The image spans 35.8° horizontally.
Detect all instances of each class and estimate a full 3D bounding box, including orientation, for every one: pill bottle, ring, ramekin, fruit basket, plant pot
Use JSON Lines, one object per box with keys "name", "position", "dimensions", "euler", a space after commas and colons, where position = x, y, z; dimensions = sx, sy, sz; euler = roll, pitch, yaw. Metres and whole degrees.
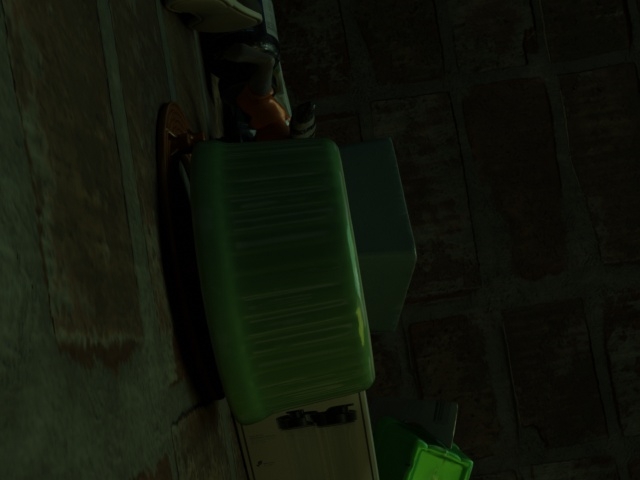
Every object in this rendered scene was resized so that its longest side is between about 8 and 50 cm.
{"name": "pill bottle", "position": [-0.131, -0.337, 1.622], "dimensions": [0.123, 0.122, 0.219], "euler": [78, 4, -73]}
{"name": "ring", "position": [-0.128, 0.010, 1.110], "dimensions": [0.336, 0.032, 0.337], "euler": [-9, 90, -88]}
{"name": "ramekin", "position": [-0.034, 0.034, 1.051], "dimensions": [0.303, 0.148, 0.303], "euler": [-9, 90, -89]}
{"name": "fruit basket", "position": [0.113, 0.420, 1.634], "dimensions": [0.353, 0.165, 0.327], "euler": [147, -36, -73]}
{"name": "plant pot", "position": [0.000, 0.000, 1.657], "dimensions": [0.247, 0.252, 0.248], "euler": [100, -16, -55]}

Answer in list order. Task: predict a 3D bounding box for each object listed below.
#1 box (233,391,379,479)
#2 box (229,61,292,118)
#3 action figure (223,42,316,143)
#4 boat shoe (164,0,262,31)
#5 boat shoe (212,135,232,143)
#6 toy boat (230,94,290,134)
{"name": "box", "position": [-0.015, 0.256, 1.283], "dimensions": [0.087, 0.169, 0.290], "euler": [-98, 177, -61]}
{"name": "box", "position": [-0.116, -0.254, 1.992], "dimensions": [0.203, 0.114, 0.103], "euler": [77, 3, -55]}
{"name": "action figure", "position": [-0.039, -0.069, 1.380], "dimensions": [0.330, 0.178, 0.341], "euler": [45, 31, -66]}
{"name": "boat shoe", "position": [-0.144, -0.345, 1.338], "dimensions": [0.335, 0.112, 0.095], "euler": [-52, 137, -84]}
{"name": "boat shoe", "position": [-0.134, -0.093, 1.502], "dimensions": [0.049, 0.042, 0.133], "euler": [84, -2, -86]}
{"name": "toy boat", "position": [-0.093, -0.109, 1.829], "dimensions": [0.267, 0.148, 0.318], "euler": [-108, 179, -60]}
